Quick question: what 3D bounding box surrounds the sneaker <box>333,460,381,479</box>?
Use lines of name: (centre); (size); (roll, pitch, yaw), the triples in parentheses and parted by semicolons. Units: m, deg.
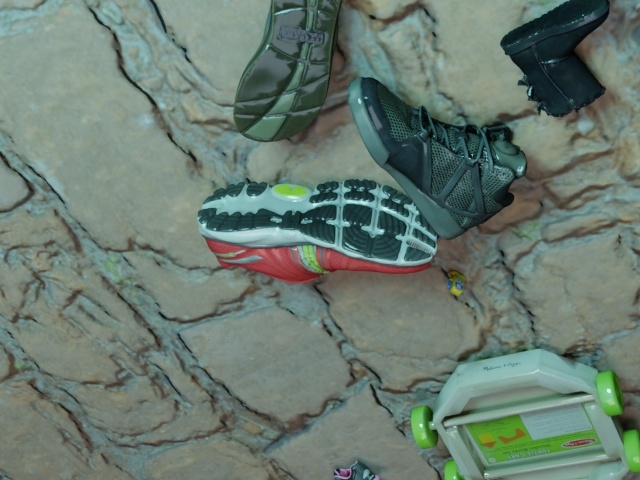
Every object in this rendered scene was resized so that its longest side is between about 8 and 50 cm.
sneaker: (0.035, 0.357, 1.576); (0.057, 0.047, 0.119); (47, 126, 0)

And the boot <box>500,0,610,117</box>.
boot: (0.244, -0.176, 1.052); (0.121, 0.045, 0.099); (-21, 122, 35)

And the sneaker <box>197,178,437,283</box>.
sneaker: (0.000, 0.000, 1.234); (0.279, 0.107, 0.118); (8, 141, 17)

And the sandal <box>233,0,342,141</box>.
sandal: (-0.029, -0.199, 1.083); (0.090, 0.060, 0.219); (10, 118, -6)

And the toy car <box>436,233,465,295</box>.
toy car: (0.146, 0.015, 1.244); (0.060, 0.040, 0.122); (-28, 120, 31)

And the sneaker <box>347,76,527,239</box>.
sneaker: (0.128, -0.102, 1.116); (0.130, 0.087, 0.227); (-26, 125, 28)

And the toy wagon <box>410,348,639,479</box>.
toy wagon: (0.289, 0.282, 1.436); (0.267, 0.068, 0.344); (-14, 128, 23)
